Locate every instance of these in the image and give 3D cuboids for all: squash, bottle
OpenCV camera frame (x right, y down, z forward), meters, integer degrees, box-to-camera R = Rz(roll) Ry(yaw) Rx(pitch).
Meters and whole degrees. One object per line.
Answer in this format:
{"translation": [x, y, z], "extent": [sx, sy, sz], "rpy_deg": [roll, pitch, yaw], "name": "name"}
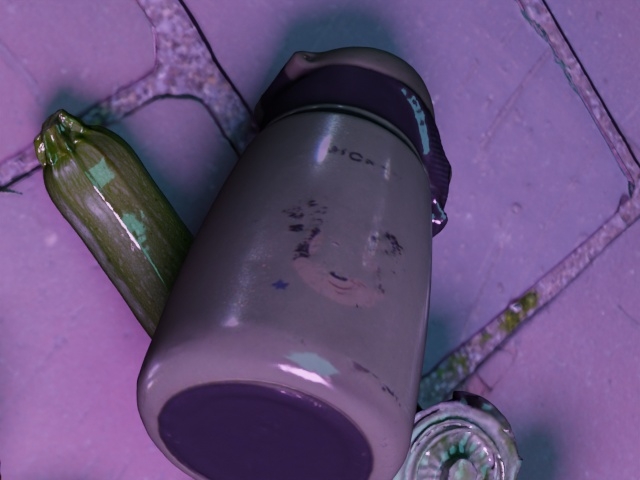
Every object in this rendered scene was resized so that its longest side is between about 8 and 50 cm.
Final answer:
{"translation": [-0.129, 0.001, 0.753], "extent": [0.068, 0.077, 0.219], "rpy_deg": [-30, 104, 17], "name": "squash"}
{"translation": [0.002, 0.000, 0.719], "extent": [0.168, 0.168, 0.347], "rpy_deg": [34, 43, -18], "name": "bottle"}

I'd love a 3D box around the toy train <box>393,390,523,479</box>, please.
{"translation": [0.068, 0.256, 0.765], "extent": [0.307, 0.173, 0.249], "rpy_deg": [45, 73, -13], "name": "toy train"}
